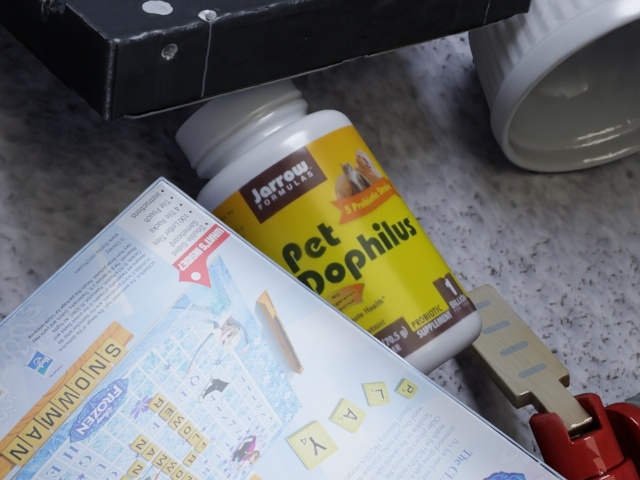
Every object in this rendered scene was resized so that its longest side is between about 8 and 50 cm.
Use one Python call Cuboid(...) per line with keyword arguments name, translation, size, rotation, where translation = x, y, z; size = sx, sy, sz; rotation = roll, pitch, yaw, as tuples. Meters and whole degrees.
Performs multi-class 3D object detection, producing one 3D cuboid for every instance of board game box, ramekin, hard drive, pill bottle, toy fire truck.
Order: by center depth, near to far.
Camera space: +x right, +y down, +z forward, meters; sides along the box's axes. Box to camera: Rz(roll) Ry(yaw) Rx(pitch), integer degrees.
Cuboid(name="board game box", translation=(-0.070, 0.164, 0.872), size=(0.318, 0.066, 0.318), rotation=(37, 59, 13))
Cuboid(name="pill bottle", translation=(0.000, 0.000, 1.034), size=(0.117, 0.117, 0.215), rotation=(-31, 84, -36))
Cuboid(name="hard drive", translation=(-0.054, -0.189, 1.061), size=(0.339, 0.064, 0.237), rotation=(-20, 45, -34))
Cuboid(name="toy fire truck", translation=(0.207, 0.125, 1.092), size=(0.217, 0.158, 0.246), rotation=(-22, 90, -35))
Cuboid(name="ramekin", translation=(0.204, -0.150, 1.177), size=(0.207, 0.207, 0.109), rotation=(-5, 60, -32))
